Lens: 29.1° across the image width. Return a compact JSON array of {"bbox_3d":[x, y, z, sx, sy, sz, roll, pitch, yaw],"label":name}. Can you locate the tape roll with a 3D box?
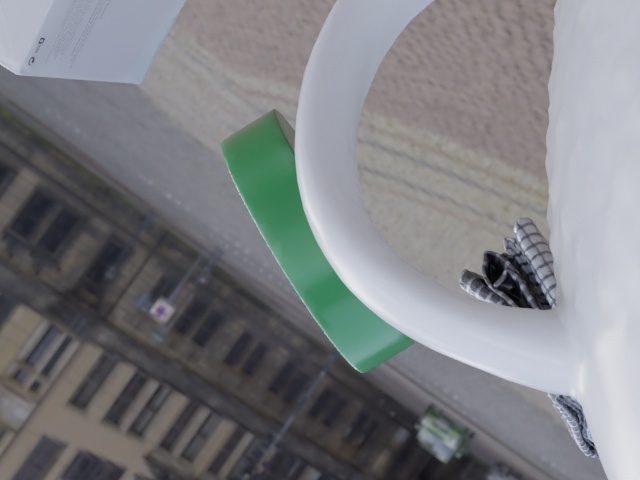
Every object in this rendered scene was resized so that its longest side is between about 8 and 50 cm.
[{"bbox_3d":[0.000,0.000,1.444,0.321,0.077,0.321,57,-174,-10],"label":"tape roll"}]

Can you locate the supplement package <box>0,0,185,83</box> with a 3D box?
[{"bbox_3d":[-0.209,-0.251,1.022,0.149,0.194,0.203,34,-165,14],"label":"supplement package"}]

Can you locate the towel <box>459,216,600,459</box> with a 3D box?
[{"bbox_3d":[0.308,0.137,1.580,0.284,0.121,0.235,44,-164,-51],"label":"towel"}]

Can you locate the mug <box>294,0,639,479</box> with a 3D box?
[{"bbox_3d":[0.174,-0.043,0.465,0.374,0.328,0.276,7,157,15],"label":"mug"}]
